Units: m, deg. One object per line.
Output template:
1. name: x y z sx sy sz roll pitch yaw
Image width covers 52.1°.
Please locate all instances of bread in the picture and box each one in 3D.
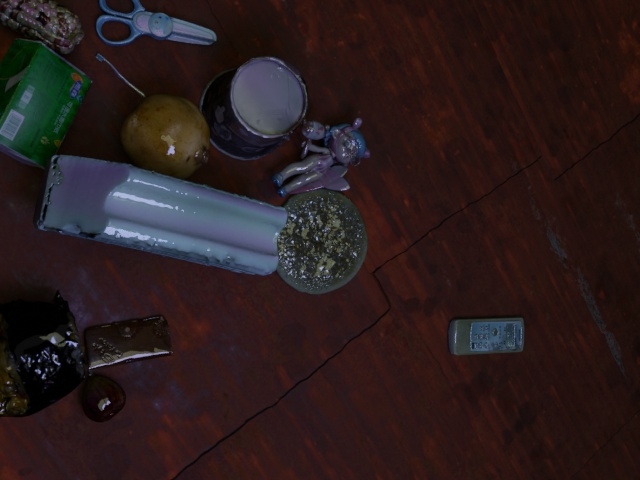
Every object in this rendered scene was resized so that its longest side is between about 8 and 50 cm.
1. bread: 0.000 0.000 1.583 0.267 0.040 0.266 0 90 -22

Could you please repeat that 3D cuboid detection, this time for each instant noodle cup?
1. instant noodle cup: -0.139 -0.293 1.432 0.218 0.207 0.217 0 90 -22

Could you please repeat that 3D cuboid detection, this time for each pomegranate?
1. pomegranate: -0.312 -0.210 1.376 0.196 0.196 0.196 0 91 -23

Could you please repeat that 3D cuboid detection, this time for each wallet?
1. wallet: -0.413 0.219 1.411 0.176 0.026 0.095 -7 74 -22

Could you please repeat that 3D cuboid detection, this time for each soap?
1. soap: -0.323 -0.046 1.320 0.446 0.261 0.156 14 84 -30

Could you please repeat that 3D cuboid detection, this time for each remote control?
1. remote control: 0.451 0.258 1.775 0.234 0.038 0.098 1 91 -23

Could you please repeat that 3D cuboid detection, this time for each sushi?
1. sushi: -0.566 0.219 1.270 0.204 0.200 0.213 -13 109 -20

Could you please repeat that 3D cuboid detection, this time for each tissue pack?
1. tissue pack: -0.585 -0.270 1.292 0.148 0.156 0.209 36 73 -56

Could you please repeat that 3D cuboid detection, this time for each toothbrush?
1. toothbrush: -0.430 -0.355 1.415 0.131 0.011 0.013 41 63 -18

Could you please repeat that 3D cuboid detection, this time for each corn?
1. corn: -0.612 -0.467 1.302 0.281 0.092 0.092 25 81 -16

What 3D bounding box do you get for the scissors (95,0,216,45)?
1. scissors: -0.354 -0.470 1.433 0.256 0.030 0.125 7 87 -20

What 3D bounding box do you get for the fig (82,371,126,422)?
1. fig: -0.470 0.316 1.382 0.089 0.089 0.125 -29 70 -19

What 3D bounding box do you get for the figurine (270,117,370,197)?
1. figurine: -0.009 -0.207 1.536 0.260 0.103 0.205 -33 121 -16
